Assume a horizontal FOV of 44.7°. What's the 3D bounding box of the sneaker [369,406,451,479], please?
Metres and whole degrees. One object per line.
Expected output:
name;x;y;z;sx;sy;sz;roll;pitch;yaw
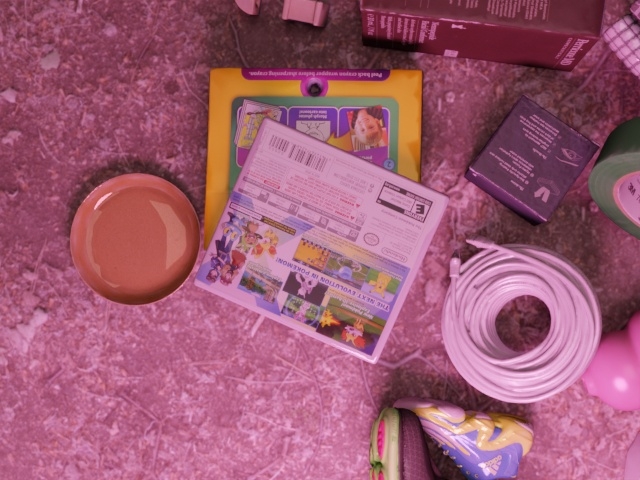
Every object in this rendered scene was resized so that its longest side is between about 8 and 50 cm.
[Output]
sneaker;0.223;0.475;1.263;0.202;0.185;0.483;-26;94;-7

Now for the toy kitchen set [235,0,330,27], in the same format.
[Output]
toy kitchen set;-0.052;-0.498;1.384;0.166;0.122;0.207;12;107;4

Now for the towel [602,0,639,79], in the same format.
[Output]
towel;0.582;-0.291;1.226;0.235;0.284;0.121;49;124;7

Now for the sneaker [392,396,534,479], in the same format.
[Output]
sneaker;0.232;0.339;1.298;0.240;0.091;0.126;11;87;4

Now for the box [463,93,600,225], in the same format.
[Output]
box;0.355;-0.134;1.323;0.156;0.093;0.158;36;88;5

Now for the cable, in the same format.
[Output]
cable;0.323;0.133;1.267;0.257;0.089;0.257;11;83;28

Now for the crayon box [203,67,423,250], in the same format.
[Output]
crayon box;-0.009;-0.131;1.340;0.363;0.106;0.313;2;89;4

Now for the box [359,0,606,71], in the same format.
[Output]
box;0.261;-0.392;1.301;0.381;0.191;0.143;7;87;5

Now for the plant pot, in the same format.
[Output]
plant pot;-0.326;-0.001;1.389;0.236;0.032;0.236;0;85;4

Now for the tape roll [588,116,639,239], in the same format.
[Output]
tape roll;0.578;-0.068;1.186;0.321;0.321;0.077;29;75;5

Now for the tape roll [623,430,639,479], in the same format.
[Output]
tape roll;0.651;0.404;1.262;0.286;0.100;0.286;0;85;4

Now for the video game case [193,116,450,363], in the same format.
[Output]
video game case;0.000;0.000;1.266;0.329;0.036;0.300;24;94;1

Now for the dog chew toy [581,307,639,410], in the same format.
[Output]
dog chew toy;0.583;0.177;1.240;0.332;0.206;0.206;-20;85;10
